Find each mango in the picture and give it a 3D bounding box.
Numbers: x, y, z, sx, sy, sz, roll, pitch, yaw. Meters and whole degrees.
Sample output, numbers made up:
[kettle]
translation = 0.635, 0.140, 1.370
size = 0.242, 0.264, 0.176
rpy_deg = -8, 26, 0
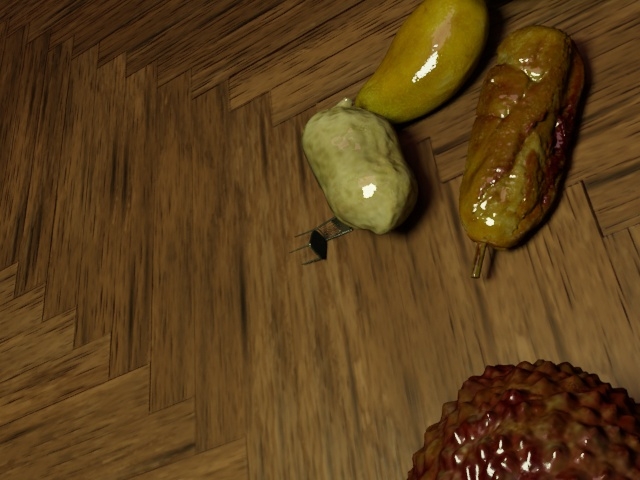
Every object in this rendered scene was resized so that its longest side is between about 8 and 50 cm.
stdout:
[mango]
translation = 0.142, -0.246, 1.123
size = 0.227, 0.099, 0.136
rpy_deg = -46, 50, 15

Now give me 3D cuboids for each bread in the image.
[bread]
translation = 0.232, -0.114, 0.982
size = 0.124, 0.084, 0.344
rpy_deg = 5, 67, 38

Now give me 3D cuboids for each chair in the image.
[chair]
translation = 0.000, 0.001, 1.111
size = 0.086, 0.037, 0.042
rpy_deg = -25, 39, 27

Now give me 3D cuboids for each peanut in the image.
[peanut]
translation = 0.055, -0.098, 1.072
size = 0.129, 0.129, 0.224
rpy_deg = -37, 54, 12

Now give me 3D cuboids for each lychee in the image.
[lychee]
translation = 0.193, 0.240, 0.666
size = 0.264, 0.264, 0.300
rpy_deg = -12, 35, 30
